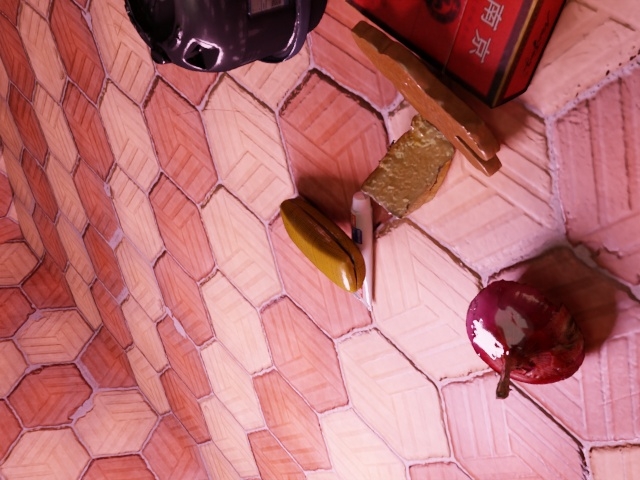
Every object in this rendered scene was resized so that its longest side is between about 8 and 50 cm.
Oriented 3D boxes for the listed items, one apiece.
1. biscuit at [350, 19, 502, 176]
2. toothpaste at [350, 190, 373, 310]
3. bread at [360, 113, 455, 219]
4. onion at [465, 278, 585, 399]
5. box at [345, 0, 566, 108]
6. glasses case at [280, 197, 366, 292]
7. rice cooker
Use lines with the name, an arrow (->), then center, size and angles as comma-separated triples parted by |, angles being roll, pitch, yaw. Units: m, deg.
biscuit -> 0.122, -0.169, 0.811 | 0.236, 0.040, 0.144 | 51, 180, 19
toothpaste -> 0.066, 0.019, 1.098 | 0.052, 0.033, 0.218 | 40, 146, 40
bread -> 0.116, -0.093, 0.897 | 0.084, 0.080, 0.109 | 46, 145, 22
onion -> 0.231, 0.132, 0.845 | 0.150, 0.140, 0.150 | 30, 148, 21
box -> 0.137, -0.271, 0.747 | 0.240, 0.074, 0.153 | 44, 140, 26
glasses case -> 0.000, 0.000, 1.111 | 0.234, 0.064, 0.079 | 43, 149, 51
rice cooker -> -0.134, -0.350, 0.927 | 0.267, 0.224, 0.267 | 34, 139, 35
